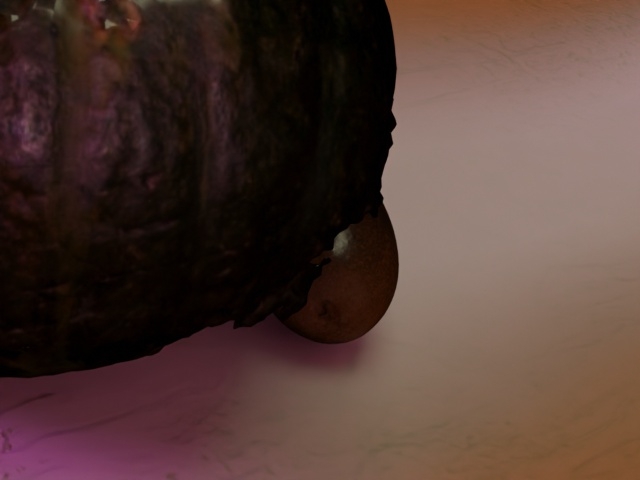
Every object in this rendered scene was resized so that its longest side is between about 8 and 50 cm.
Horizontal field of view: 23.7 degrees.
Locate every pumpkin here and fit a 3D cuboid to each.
[{"bbox_3d":[-0.120,-0.072,0.642,0.320,0.192,0.320,-6,27,3],"label":"pumpkin"}]

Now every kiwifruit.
[{"bbox_3d":[0.000,0.000,0.741,0.075,0.075,0.124,11,30,-12],"label":"kiwifruit"}]
